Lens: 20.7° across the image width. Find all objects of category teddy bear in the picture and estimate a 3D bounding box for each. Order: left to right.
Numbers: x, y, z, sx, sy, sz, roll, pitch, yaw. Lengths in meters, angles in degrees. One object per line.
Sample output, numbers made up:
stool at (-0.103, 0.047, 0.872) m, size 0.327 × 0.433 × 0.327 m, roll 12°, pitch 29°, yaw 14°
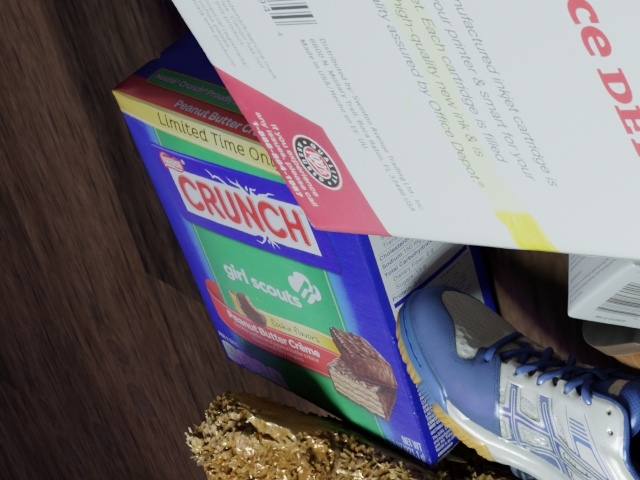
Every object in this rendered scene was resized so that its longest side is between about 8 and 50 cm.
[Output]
teddy bear at (0.046, 0.221, 1.518) m, size 0.245 × 0.113 × 0.338 m, roll 21°, pitch -176°, yaw 42°

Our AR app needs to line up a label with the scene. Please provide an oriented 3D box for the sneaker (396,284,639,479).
sneaker at (0.188, 0.121, 1.275) m, size 0.296 × 0.112 × 0.131 m, roll 43°, pitch 131°, yaw 11°

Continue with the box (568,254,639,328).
box at (0.219, 0.001, 1.097) m, size 0.102 × 0.087 × 0.101 m, roll 9°, pitch 157°, yaw -13°

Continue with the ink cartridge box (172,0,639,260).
ink cartridge box at (0.098, -0.144, 0.988) m, size 0.384 × 0.160 × 0.279 m, roll 7°, pitch 135°, yaw 51°

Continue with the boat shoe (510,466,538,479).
boat shoe at (0.198, 0.168, 1.423) m, size 0.083 × 0.065 × 0.183 m, roll 40°, pitch 152°, yaw 24°

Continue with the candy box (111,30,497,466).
candy box at (0.000, 0.000, 1.440) m, size 0.268 × 0.122 × 0.317 m, roll 23°, pitch 143°, yaw 42°

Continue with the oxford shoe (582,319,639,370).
oxford shoe at (0.274, 0.064, 1.183) m, size 0.076 × 0.076 × 0.212 m, roll 34°, pitch 165°, yaw -25°
